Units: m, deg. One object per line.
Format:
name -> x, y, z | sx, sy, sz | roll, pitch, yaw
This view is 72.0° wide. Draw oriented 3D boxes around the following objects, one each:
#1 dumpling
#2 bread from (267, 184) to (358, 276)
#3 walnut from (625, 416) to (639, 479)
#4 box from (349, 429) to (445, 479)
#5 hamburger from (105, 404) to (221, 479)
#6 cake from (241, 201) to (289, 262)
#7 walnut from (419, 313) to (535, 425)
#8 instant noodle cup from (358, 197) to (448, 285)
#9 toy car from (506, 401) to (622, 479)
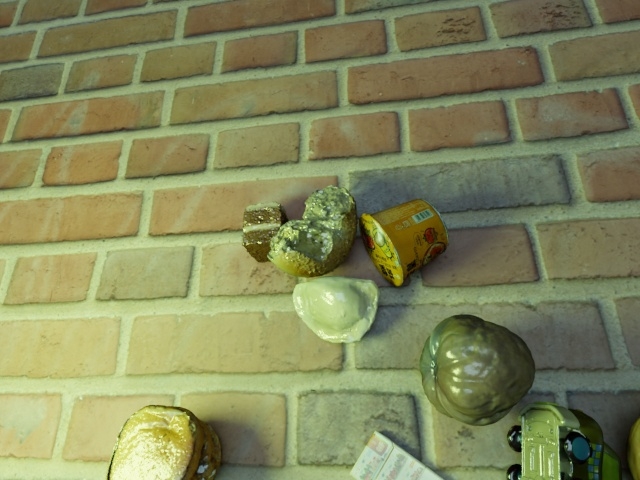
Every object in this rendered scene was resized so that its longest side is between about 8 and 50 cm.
dumpling -> 0.035, 0.185, 1.187 | 0.252, 0.131, 0.179 | -1, 90, 20
bread -> -0.001, 0.005, 1.214 | 0.171, 0.191, 0.314 | 15, 43, 32
walnut -> 0.772, 0.462, 0.845 | 0.333, 0.332, 0.332 | -4, 66, 8
box -> 0.193, 0.566, 1.034 | 0.221, 0.032, 0.122 | 30, 75, 21
hamburger -> -0.380, 0.529, 1.054 | 0.245, 0.211, 0.260 | 36, 71, 29
cake -> -0.153, -0.026, 1.304 | 0.135, 0.135, 0.147 | -4, 61, 9
walnut -> 0.354, 0.293, 1.007 | 0.249, 0.248, 0.248 | -4, 66, 8
instant noodle cup -> 0.228, -0.007, 1.195 | 0.172, 0.215, 0.215 | -26, 64, -12
toy car -> 0.542, 0.488, 0.945 | 0.198, 0.204, 0.247 | 13, 69, -10
